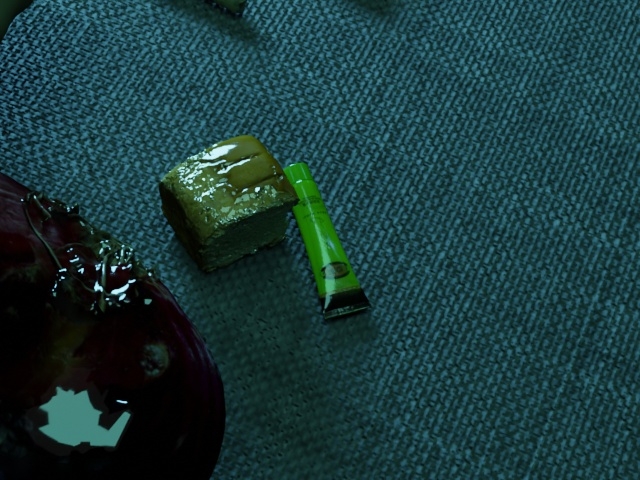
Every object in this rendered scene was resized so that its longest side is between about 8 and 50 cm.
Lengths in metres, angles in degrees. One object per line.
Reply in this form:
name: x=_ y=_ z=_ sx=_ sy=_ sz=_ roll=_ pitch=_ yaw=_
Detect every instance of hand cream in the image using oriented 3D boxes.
hand cream: x=0.000 y=0.000 z=0.863 sx=0.036 sy=0.023 sz=0.121 roll=-13 pitch=66 yaw=-18

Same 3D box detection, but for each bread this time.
bread: x=-0.065 y=-0.028 z=0.840 sx=0.083 sy=0.076 sz=0.070 roll=-28 pitch=70 yaw=-19

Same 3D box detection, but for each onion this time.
onion: x=-0.189 y=0.083 z=0.691 sx=0.281 sy=0.221 sz=0.280 roll=1 pitch=86 yaw=-14

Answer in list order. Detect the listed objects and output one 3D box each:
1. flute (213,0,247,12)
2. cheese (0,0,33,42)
flute: x=-0.160 y=-0.247 z=0.984 sx=0.233 sy=0.027 sz=0.027 roll=30 pitch=61 yaw=10
cheese: x=-0.353 y=-0.172 z=0.790 sx=0.351 sy=0.129 sz=0.328 roll=24 pitch=55 yaw=34
